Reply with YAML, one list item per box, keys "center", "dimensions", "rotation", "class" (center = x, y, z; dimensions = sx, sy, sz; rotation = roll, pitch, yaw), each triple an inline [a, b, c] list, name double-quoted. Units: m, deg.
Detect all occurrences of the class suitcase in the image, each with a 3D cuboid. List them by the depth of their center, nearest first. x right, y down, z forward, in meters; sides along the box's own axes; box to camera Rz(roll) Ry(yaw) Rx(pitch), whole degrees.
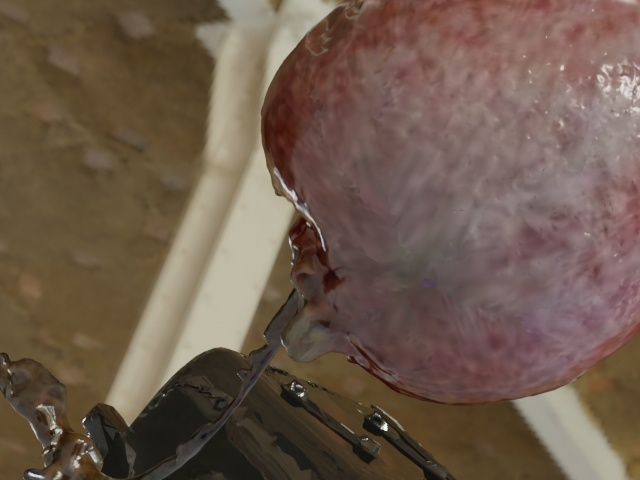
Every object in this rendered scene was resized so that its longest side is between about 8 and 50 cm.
- center: [-0.035, 0.225, 1.030]
  dimensions: [0.194, 0.283, 0.434]
  rotation: [41, 2, 22]
  class: "suitcase"

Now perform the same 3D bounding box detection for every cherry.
- center: [0.000, 0.000, 0.434]
  dimensions: [0.225, 0.090, 0.107]
  rotation: [-22, -66, 20]
  class: "cherry"
